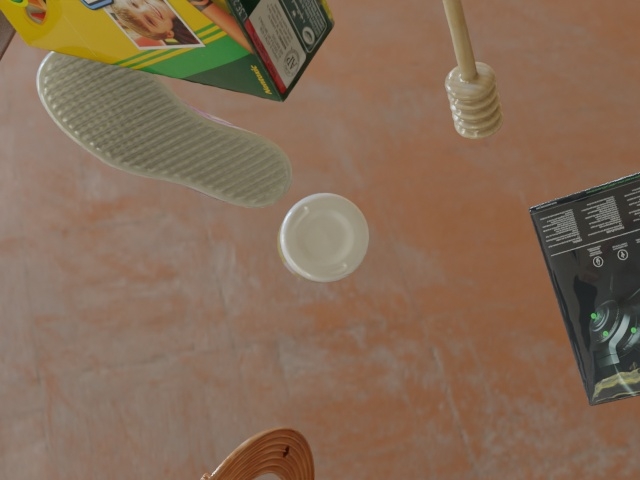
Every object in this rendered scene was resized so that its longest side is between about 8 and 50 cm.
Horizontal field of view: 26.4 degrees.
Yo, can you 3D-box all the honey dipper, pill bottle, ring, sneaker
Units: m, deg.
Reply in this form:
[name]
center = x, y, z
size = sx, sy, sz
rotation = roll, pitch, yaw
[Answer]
[honey dipper]
center = 0.075, -0.119, 0.748
size = 0.030, 0.161, 0.030
rotation = -9, 50, 11
[pill bottle]
center = 0.000, 0.000, 1.018
size = 0.065, 0.116, 0.065
rotation = 0, 88, -4
[ring]
center = -0.108, 0.378, 1.640
size = 0.032, 0.337, 0.336
rotation = 20, 48, 25
[sneaker]
center = -0.178, -0.117, 1.412
size = 0.282, 0.102, 0.161
rotation = 29, 2, -27

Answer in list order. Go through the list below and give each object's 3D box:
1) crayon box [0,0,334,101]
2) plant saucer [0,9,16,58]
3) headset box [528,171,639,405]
[crayon box]
center = -0.194, -0.288, 1.094
size = 0.313, 0.363, 0.106
rotation = 15, 61, 34
[plant saucer]
center = -0.405, -0.150, 1.495
size = 0.050, 0.310, 0.311
rotation = 28, 45, -14
[headset box]
center = 0.427, 0.053, 1.680
size = 0.131, 0.246, 0.283
rotation = -12, 84, -57
